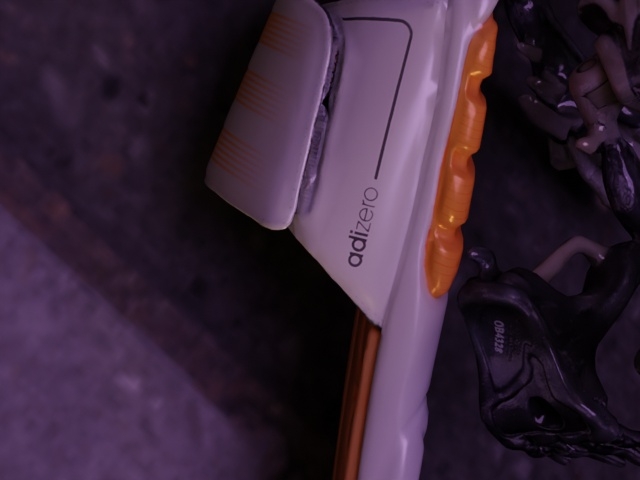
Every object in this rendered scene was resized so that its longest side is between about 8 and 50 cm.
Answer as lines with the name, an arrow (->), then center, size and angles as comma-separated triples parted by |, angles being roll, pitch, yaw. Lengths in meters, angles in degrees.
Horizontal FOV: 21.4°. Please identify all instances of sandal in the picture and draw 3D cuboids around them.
sandal -> 0.000, 0.001, 0.511 | 0.076, 0.102, 0.265 | 9, 91, -3

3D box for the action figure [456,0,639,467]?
action figure -> 0.130, -0.055, 0.553 | 0.141, 0.164, 0.276 | 40, 54, -39
